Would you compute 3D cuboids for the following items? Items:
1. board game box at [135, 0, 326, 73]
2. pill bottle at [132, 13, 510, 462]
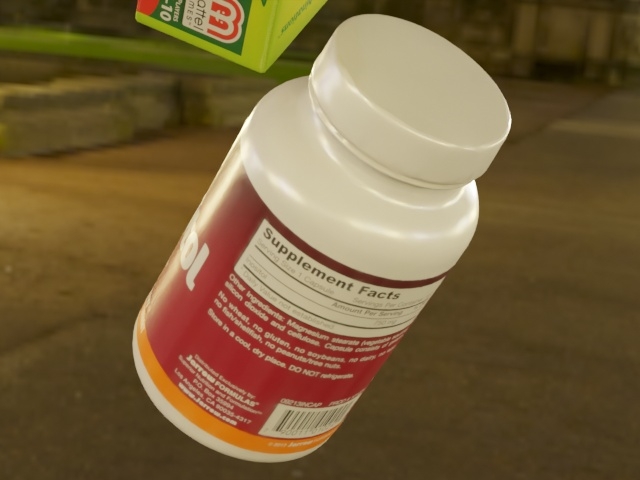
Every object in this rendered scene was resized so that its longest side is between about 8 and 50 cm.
[{"bbox_3d":[0.001,-0.145,0.425,0.043,0.181,0.092,24,42,10],"label":"board game box"},{"bbox_3d":[0.000,0.000,0.554,0.086,0.152,0.086,21,37,-17],"label":"pill bottle"}]
